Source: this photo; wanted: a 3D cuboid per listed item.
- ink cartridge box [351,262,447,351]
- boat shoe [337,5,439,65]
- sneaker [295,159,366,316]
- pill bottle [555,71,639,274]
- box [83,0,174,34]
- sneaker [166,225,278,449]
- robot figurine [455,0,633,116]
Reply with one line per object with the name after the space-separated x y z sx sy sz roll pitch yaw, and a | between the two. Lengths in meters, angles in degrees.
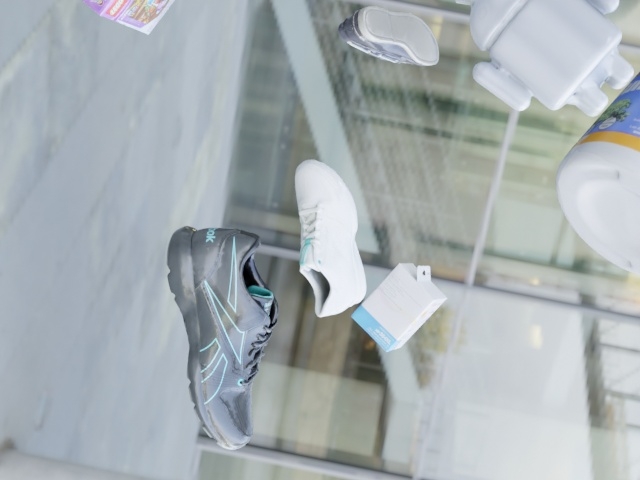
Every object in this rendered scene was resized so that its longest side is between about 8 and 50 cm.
0.141 0.107 2.047 0.143 0.090 0.092 -48 166 14 | ink cartridge box
0.108 -0.314 1.862 0.206 0.065 0.075 10 73 -49 | boat shoe
0.000 0.000 1.603 0.094 0.080 0.212 -28 107 -45 | sneaker
0.347 -0.106 1.079 0.272 0.152 0.152 -46 164 -23 | pill bottle
-0.269 -0.500 2.059 0.293 0.057 0.201 -51 168 10 | box
-0.099 0.112 1.348 0.101 0.106 0.267 -70 152 -71 | sneaker
0.429 -0.390 2.287 0.300 0.353 0.200 -47 174 0 | robot figurine
